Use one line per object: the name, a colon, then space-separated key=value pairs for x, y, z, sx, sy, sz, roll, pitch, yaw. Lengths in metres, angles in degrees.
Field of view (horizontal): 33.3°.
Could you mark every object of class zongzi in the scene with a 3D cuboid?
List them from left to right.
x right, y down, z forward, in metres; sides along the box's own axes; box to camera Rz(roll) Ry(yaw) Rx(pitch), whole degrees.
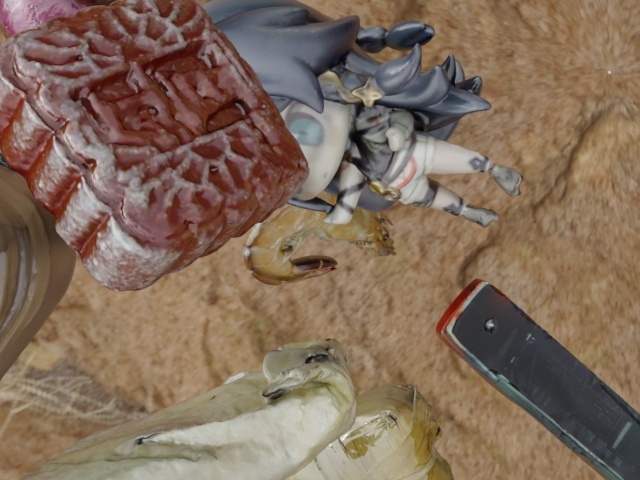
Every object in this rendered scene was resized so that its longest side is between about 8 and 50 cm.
zongzi: x=0.055 y=0.260 z=1.148 sx=0.194 sy=0.099 sz=0.197 roll=-20 pitch=110 yaw=25

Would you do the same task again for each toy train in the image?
toy train: x=0.277 y=0.179 z=1.246 sx=0.409 sy=0.089 sz=0.086 roll=39 pitch=87 yaw=-25

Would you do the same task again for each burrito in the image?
burrito: x=-0.121 y=0.184 z=0.880 sx=0.348 sy=0.175 sz=0.107 roll=-27 pitch=86 yaw=-7

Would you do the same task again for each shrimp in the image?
shrimp: x=0.003 y=0.002 z=1.157 sx=0.053 sy=0.236 sz=0.133 roll=38 pitch=106 yaw=33

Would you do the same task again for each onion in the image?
onion: x=-0.299 y=-0.283 z=1.251 sx=0.177 sy=0.177 sz=0.153 roll=32 pitch=134 yaw=8

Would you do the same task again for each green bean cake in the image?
green bean cake: x=-0.084 y=-0.056 z=0.534 sx=0.135 sy=0.135 sz=0.056 roll=54 pitch=139 yaw=5

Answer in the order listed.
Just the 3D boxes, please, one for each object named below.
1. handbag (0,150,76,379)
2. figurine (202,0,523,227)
handbag: x=-0.327 y=0.018 z=0.642 sx=0.302 sy=0.149 sz=0.283 roll=37 pitch=111 yaw=8
figurine: x=0.007 y=-0.096 z=0.822 sx=0.265 sy=0.197 sz=0.175 roll=13 pitch=111 yaw=-29
